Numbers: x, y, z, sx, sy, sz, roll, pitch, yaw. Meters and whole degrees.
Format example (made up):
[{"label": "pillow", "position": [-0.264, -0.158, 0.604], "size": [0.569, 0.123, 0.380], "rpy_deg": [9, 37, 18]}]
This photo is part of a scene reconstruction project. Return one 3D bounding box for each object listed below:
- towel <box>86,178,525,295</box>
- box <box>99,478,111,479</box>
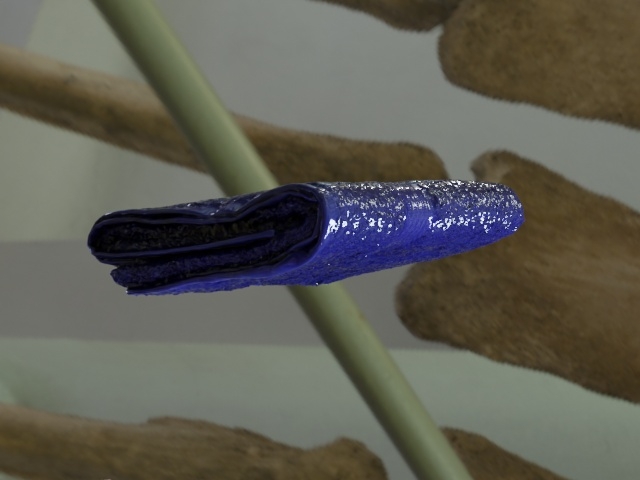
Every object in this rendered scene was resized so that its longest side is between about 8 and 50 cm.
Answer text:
[{"label": "towel", "position": [0.000, 0.000, 1.076], "size": [0.227, 0.308, 0.076], "rpy_deg": [-6, -91, 36]}, {"label": "box", "position": [-0.363, 0.371, 1.450], "size": [0.293, 0.057, 0.201], "rpy_deg": [-7, -127, 5]}]
